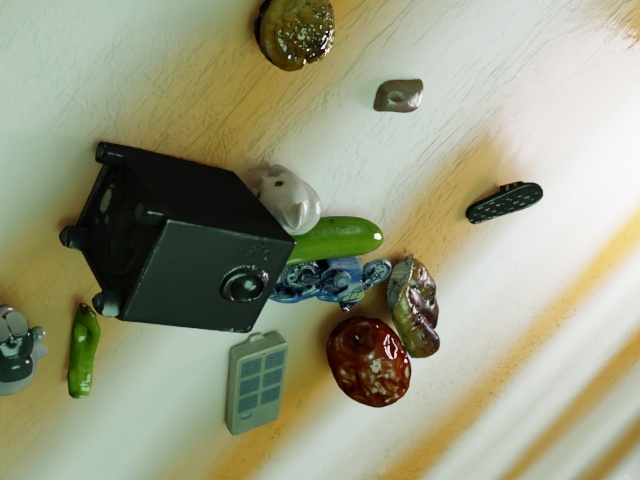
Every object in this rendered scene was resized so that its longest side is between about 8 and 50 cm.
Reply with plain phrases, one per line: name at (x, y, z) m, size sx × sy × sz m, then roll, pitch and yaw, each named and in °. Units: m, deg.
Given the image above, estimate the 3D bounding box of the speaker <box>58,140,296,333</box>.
speaker at (-0.215, 0.001, 1.265) m, size 0.253 × 0.232 × 0.184 m, roll 10°, pitch 116°, yaw -40°

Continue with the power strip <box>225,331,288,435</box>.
power strip at (-0.135, 0.301, 1.776) m, size 0.117 × 0.046 × 0.271 m, roll -18°, pitch 136°, yaw -29°

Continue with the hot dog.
hot dog at (0.211, 0.147, 1.877) m, size 0.270 × 0.081 × 0.163 m, roll 63°, pitch 39°, yaw -46°

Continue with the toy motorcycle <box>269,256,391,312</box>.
toy motorcycle at (0.018, 0.083, 1.679) m, size 0.254 × 0.092 × 0.136 m, roll 3°, pitch 133°, yaw -32°

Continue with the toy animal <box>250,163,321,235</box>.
toy animal at (-0.071, -0.055, 1.394) m, size 0.103 × 0.131 × 0.221 m, roll -32°, pitch -178°, yaw 10°

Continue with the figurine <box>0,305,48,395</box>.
figurine at (-0.480, 0.173, 1.294) m, size 0.147 × 0.126 × 0.192 m, roll -26°, pitch 155°, yaw -36°

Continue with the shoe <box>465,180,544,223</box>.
shoe at (0.400, -0.094, 1.891) m, size 0.179 × 0.049 × 0.071 m, roll -21°, pitch 134°, yaw 1°

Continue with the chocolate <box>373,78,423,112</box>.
chocolate at (0.144, -0.254, 1.524) m, size 0.100 × 0.031 × 0.065 m, roll -6°, pitch 124°, yaw -36°

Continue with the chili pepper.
chili pepper at (-0.394, 0.178, 1.426) m, size 0.050 × 0.051 × 0.202 m, roll -43°, pitch 153°, yaw -55°

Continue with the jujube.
jujube at (0.105, 0.264, 1.851) m, size 0.174 × 0.174 × 0.250 m, roll -39°, pitch 148°, yaw -6°

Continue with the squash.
squash at (0.000, -0.002, 1.584) m, size 0.292 × 0.082 × 0.082 m, roll -7°, pitch 129°, yaw -36°

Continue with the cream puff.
cream puff at (-0.031, -0.312, 1.260) m, size 0.119 × 0.104 × 0.133 m, roll 18°, pitch 111°, yaw -41°
